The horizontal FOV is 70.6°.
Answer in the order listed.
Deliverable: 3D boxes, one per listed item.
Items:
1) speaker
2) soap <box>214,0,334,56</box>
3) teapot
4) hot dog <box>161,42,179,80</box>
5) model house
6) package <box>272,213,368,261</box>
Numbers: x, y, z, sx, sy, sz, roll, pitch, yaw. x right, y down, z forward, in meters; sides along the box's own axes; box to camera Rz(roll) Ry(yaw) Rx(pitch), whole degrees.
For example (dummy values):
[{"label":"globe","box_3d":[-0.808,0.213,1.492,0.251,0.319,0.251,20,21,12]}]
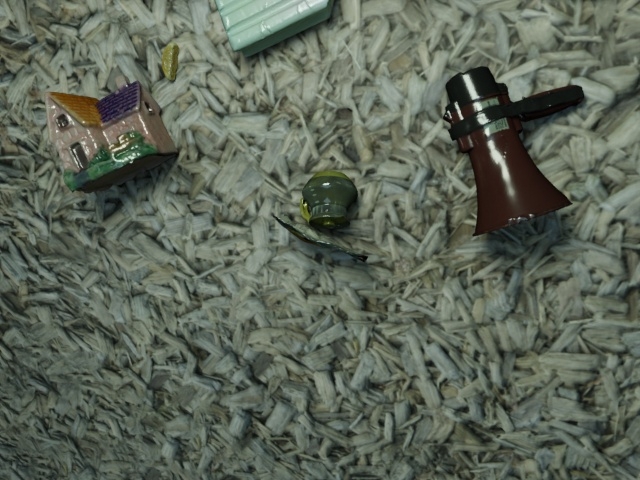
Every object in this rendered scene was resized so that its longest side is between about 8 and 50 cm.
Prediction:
[{"label":"speaker","box_3d":[0.398,-0.196,0.905,0.259,0.198,0.330,-13,90,30]},{"label":"soap","box_3d":[-0.086,-0.548,0.993,0.289,0.095,0.173,-18,96,17]},{"label":"teapot","box_3d":[0.010,-0.087,1.054,0.165,0.130,0.119,-16,66,47]},{"label":"hot dog","box_3d":[-0.377,-0.446,1.124,0.034,0.030,0.090,15,105,12]},{"label":"model house","box_3d":[-0.525,-0.271,1.110,0.237,0.202,0.237,-21,97,18]},{"label":"package","box_3d":[0.000,0.000,1.048,0.232,0.166,0.040,26,90,4]}]
